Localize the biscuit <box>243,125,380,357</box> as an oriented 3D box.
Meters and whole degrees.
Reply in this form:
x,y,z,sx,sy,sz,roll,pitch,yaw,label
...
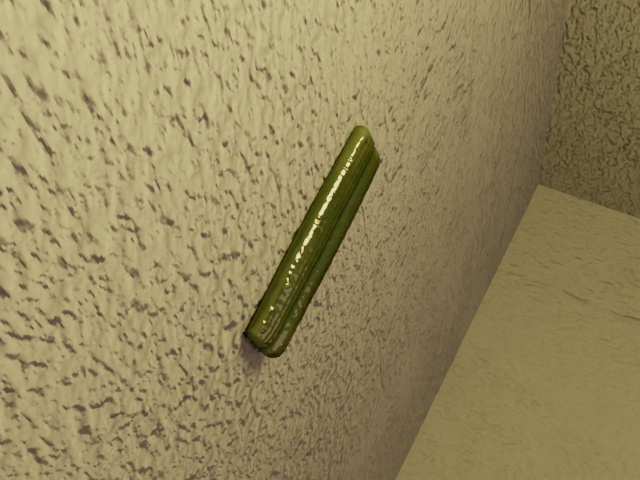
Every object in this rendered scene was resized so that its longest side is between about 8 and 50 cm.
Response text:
x,y,z,sx,sy,sz,roll,pitch,yaw,label
0.000,0.000,1.159,0.322,0.038,0.099,-62,157,-19,biscuit
